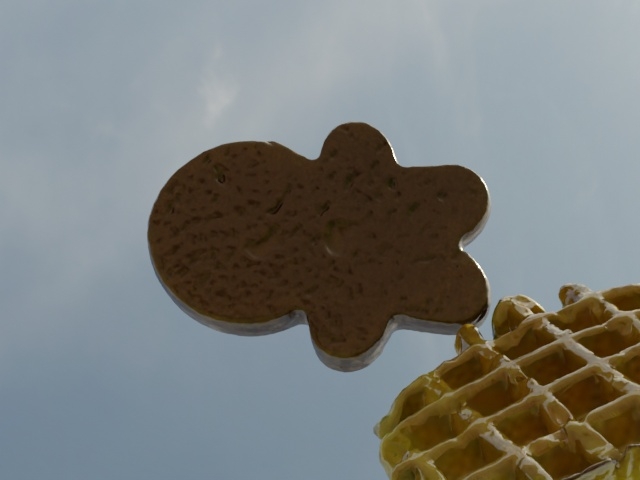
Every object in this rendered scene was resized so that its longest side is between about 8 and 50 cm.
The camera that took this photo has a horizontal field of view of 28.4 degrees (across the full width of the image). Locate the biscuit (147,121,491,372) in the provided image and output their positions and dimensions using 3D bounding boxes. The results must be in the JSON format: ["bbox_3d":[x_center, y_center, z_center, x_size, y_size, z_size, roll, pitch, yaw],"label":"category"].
[{"bbox_3d":[0.000,0.000,0.864,0.236,0.039,0.180,6,-110,1],"label":"biscuit"}]

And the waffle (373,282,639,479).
[{"bbox_3d":[0.133,0.094,0.744,0.229,0.219,0.057,-21,-68,-10],"label":"waffle"}]
